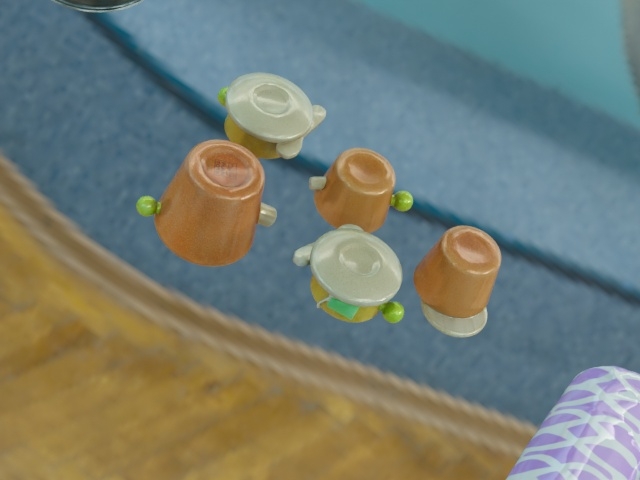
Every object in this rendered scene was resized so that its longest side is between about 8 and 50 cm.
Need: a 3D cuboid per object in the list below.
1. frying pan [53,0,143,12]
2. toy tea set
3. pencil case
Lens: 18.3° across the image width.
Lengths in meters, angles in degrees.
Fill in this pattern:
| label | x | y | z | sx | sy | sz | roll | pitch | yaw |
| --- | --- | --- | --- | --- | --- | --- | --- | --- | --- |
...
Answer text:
| label | x | y | z | sx | sy | sz | roll | pitch | yaw |
| --- | --- | --- | --- | --- | --- | --- | --- | --- | --- |
| frying pan | -0.202 | -0.387 | 2.134 | 0.197 | 0.053 | 0.326 | 39 | 71 | -4 |
| toy tea set | 0.000 | 0.000 | 1.847 | 0.336 | 0.124 | 0.200 | 36 | 47 | 11 |
| pencil case | 0.170 | 0.173 | 1.341 | 0.206 | 0.086 | 0.088 | -49 | 128 | -42 |
